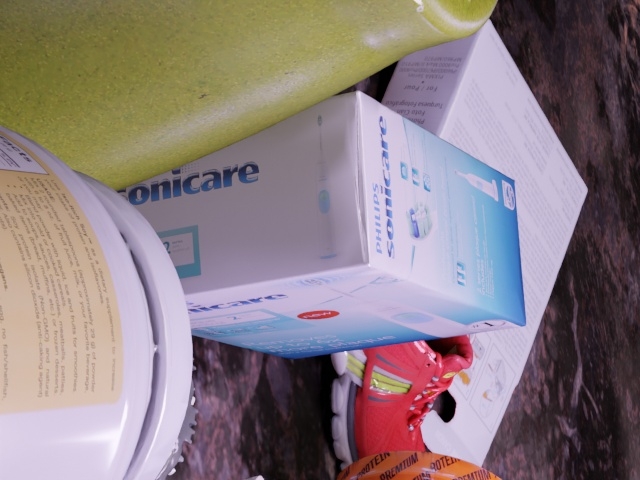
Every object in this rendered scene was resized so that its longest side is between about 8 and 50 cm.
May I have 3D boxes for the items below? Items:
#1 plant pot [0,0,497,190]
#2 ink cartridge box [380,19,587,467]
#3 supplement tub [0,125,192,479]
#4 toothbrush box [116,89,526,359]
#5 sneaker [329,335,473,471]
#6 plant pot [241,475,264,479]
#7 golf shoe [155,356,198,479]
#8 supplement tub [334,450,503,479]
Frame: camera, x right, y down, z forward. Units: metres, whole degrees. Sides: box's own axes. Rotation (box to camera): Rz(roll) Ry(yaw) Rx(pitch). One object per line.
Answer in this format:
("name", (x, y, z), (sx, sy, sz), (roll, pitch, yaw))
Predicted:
("plant pot", (-0.092, -0.204, 1.017), (0.366, 0.353, 0.367), (34, 51, -57))
("ink cartridge box", (0.128, 0.015, 1.758), (0.308, 0.091, 0.385), (52, 54, -46))
("supplement tub", (-0.226, 0.055, 0.776), (0.331, 0.241, 0.241), (4, 77, -64))
("toothbrush box", (0.000, 0.000, 1.297), (0.295, 0.216, 0.126), (24, 60, -61))
("sneaker", (0.074, 0.115, 1.503), (0.107, 0.118, 0.279), (-49, 136, -57))
("plant pot", (-0.082, 0.236, 1.180), (0.109, 0.096, 0.109), (-54, 130, -55))
("golf shoe", (-0.153, 0.131, 1.069), (0.120, 0.105, 0.273), (44, 42, -41))
("supplement tub", (0.057, 0.340, 1.308), (0.207, 0.207, 0.338), (57, 34, -40))
